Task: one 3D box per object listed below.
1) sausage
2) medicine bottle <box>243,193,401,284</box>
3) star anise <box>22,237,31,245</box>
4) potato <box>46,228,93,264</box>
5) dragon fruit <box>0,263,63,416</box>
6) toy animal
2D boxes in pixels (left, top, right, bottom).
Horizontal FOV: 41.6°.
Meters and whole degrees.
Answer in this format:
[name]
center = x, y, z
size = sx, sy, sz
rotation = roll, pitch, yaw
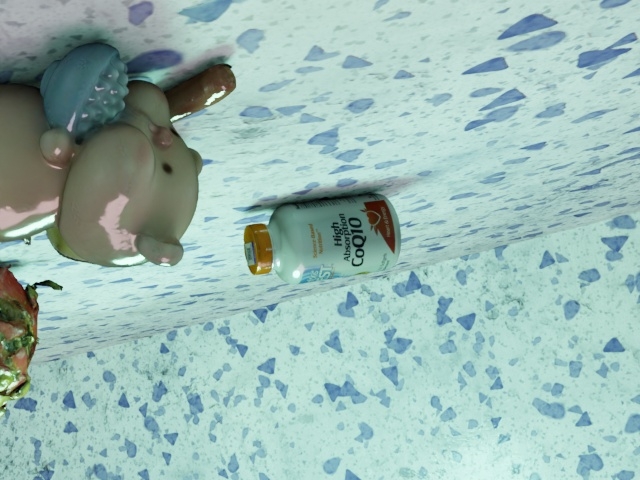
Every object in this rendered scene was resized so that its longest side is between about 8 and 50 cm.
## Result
[sausage]
center = -0.168, -0.153, 0.959
size = 0.186, 0.043, 0.043
rotation = -18, 168, 33
[medicine bottle]
center = 0.000, 0.000, 1.642
size = 0.288, 0.157, 0.157
rotation = -8, 169, -19
[star anise]
center = -0.485, -0.025, 1.291
size = 0.141, 0.042, 0.141
rotation = -9, 167, -2
[potato]
center = -0.266, -0.071, 1.096
size = 0.202, 0.182, 0.117
rotation = -16, 128, -18
[dragon fruit]
center = -0.659, 0.199, 1.620
size = 0.250, 0.291, 0.269
rotation = -23, 168, 27
[toy animal]
center = -0.252, -0.068, 0.865
size = 0.221, 0.210, 0.229
rotation = -21, 128, 13
